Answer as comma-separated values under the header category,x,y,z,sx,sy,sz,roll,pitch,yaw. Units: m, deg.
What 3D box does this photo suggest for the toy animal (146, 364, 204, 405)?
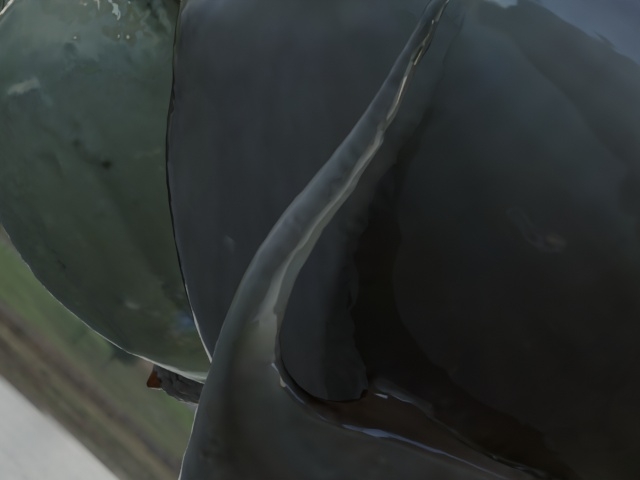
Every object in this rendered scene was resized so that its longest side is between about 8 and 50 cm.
category,x,y,z,sx,sy,sz,roll,pitch,yaw
toy animal,-0.004,0.005,1.111,0.188,0.358,0.226,34,20,-20

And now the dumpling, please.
category,x,y,z,sx,sy,sz,roll,pitch,yaw
dumpling,-0.044,-0.033,0.584,0.252,0.131,0.179,59,-35,6

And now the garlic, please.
category,x,y,z,sx,sy,sz,roll,pitch,yaw
garlic,0.055,0.068,0.378,0.246,0.231,0.340,0,-40,49
